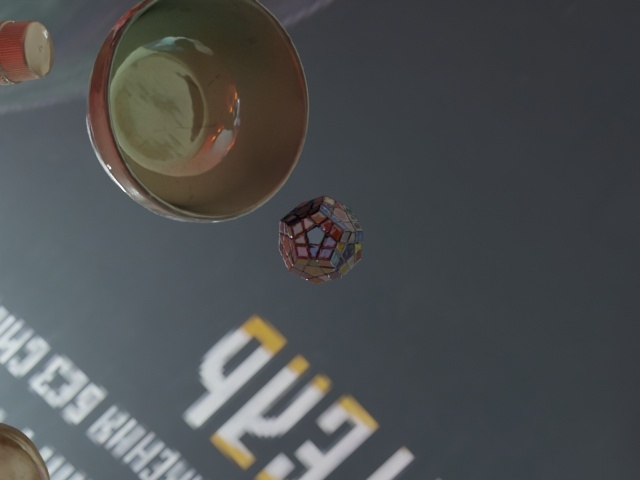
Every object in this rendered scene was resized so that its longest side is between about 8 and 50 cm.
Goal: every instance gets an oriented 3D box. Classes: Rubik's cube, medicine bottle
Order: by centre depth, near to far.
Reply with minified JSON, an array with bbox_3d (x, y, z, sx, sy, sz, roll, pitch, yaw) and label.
[{"bbox_3d":[-0.430,-0.210,1.748,0.114,0.252,0.114,-3,-90,-67],"label":"medicine bottle"},{"bbox_3d":[0.000,0.000,1.889,0.093,0.111,0.111,59,-178,-20],"label":"Rubik's cube"}]

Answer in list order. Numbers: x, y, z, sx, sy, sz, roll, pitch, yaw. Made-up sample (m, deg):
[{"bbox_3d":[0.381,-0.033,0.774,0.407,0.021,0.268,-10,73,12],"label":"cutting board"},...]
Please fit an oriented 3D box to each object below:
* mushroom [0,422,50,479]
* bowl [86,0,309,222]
[{"bbox_3d":[-0.359,0.262,1.392,0.184,0.255,0.255,55,-172,6],"label":"mushroom"},{"bbox_3d":[-0.177,-0.173,1.980,0.307,0.307,0.163,43,156,-24],"label":"bowl"}]
